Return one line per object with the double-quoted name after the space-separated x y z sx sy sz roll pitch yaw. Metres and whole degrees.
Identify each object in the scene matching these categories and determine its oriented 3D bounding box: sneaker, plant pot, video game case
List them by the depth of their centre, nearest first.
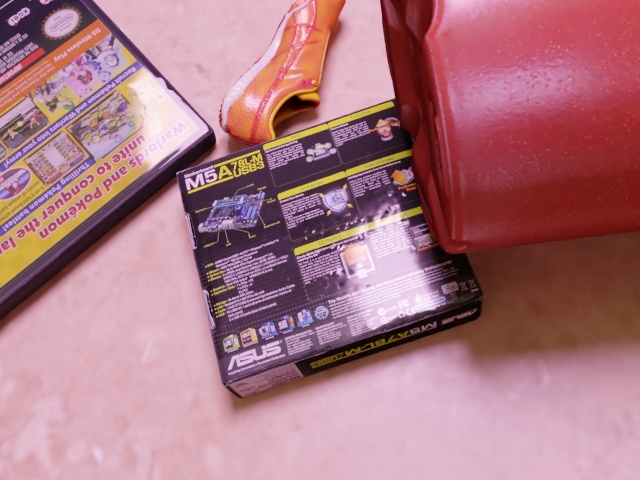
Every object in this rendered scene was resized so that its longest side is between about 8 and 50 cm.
0.180 -0.115 0.394 0.265 0.272 0.273 -13 62 3 "plant pot"
-0.273 -0.090 0.567 0.275 0.035 0.248 -42 82 -12 "video game case"
-0.019 -0.150 0.585 0.067 0.064 0.175 30 77 2 "sneaker"

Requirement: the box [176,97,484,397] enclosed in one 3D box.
0.000 0.000 0.507 0.190 0.045 0.184 -19 60 1 "box"
